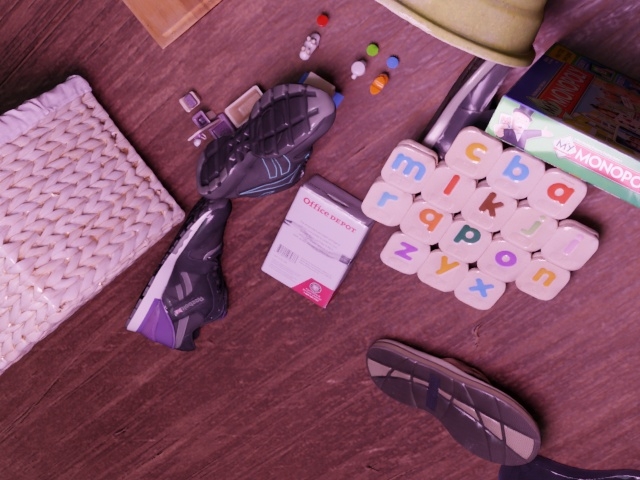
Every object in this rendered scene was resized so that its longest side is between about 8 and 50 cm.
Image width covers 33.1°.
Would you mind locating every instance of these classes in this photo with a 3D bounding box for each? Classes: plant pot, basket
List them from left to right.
[{"bbox_3d":[-0.430,-0.001,1.516,0.266,0.331,0.328,50,128,-4],"label":"basket"},{"bbox_3d":[0.179,-0.368,1.162,0.276,0.276,0.254,35,116,6],"label":"plant pot"}]

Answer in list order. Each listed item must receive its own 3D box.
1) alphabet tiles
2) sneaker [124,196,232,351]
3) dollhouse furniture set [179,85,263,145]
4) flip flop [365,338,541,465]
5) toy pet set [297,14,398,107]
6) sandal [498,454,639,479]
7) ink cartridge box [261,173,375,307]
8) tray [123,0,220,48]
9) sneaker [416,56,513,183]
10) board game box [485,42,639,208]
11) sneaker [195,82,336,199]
[{"bbox_3d":[0.201,-0.023,1.380,0.284,0.021,0.278,26,138,-2],"label":"alphabet tiles"},{"bbox_3d":[-0.175,0.050,1.592,0.124,0.107,0.283,30,124,-8],"label":"sneaker"},{"bbox_3d":[-0.139,-0.181,1.475,0.114,0.081,0.091,-34,96,30],"label":"dollhouse furniture set"},{"bbox_3d":[0.190,0.213,1.510,0.277,0.080,0.112,27,125,28],"label":"flip flop"},{"bbox_3d":[0.022,-0.214,1.421,0.122,0.065,0.114,33,85,4],"label":"toy pet set"},{"bbox_3d":[0.372,0.363,1.501,0.255,0.054,0.097,6,113,20],"label":"sandal"},{"bbox_3d":[0.000,0.000,1.502,0.109,0.063,0.150,32,119,8],"label":"ink cartridge box"},{"bbox_3d":[-0.258,-0.471,1.380,0.203,0.076,0.411,-33,104,30],"label":"tray"},{"bbox_3d":[0.210,-0.147,1.355,0.118,0.083,0.222,31,121,-5],"label":"sneaker"},{"bbox_3d":[0.316,-0.126,1.170,0.214,0.317,0.046,28,117,10],"label":"board game box"},{"bbox_3d":[-0.057,-0.127,1.431,0.267,0.106,0.101,-27,59,46],"label":"sneaker"}]
